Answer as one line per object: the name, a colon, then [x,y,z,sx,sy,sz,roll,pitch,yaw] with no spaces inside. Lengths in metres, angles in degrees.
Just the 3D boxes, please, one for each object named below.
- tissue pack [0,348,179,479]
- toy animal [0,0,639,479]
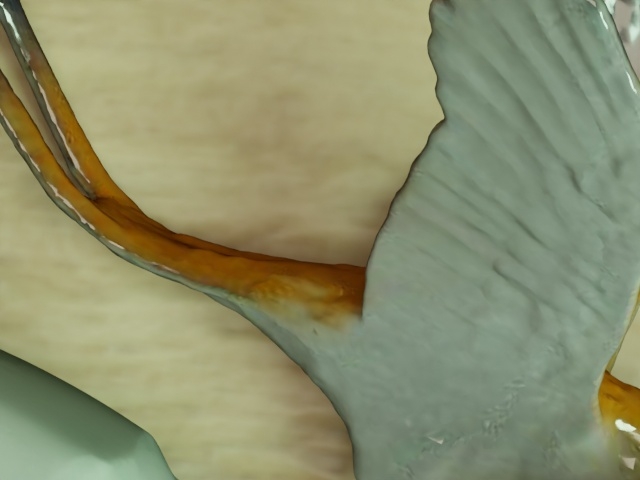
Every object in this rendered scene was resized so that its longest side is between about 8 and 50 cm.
tissue pack: [-0.206,0.178,0.648,0.236,0.229,0.333,20,87,9]
toy animal: [0.005,0.023,0.712,0.284,0.225,0.302,-3,100,18]
